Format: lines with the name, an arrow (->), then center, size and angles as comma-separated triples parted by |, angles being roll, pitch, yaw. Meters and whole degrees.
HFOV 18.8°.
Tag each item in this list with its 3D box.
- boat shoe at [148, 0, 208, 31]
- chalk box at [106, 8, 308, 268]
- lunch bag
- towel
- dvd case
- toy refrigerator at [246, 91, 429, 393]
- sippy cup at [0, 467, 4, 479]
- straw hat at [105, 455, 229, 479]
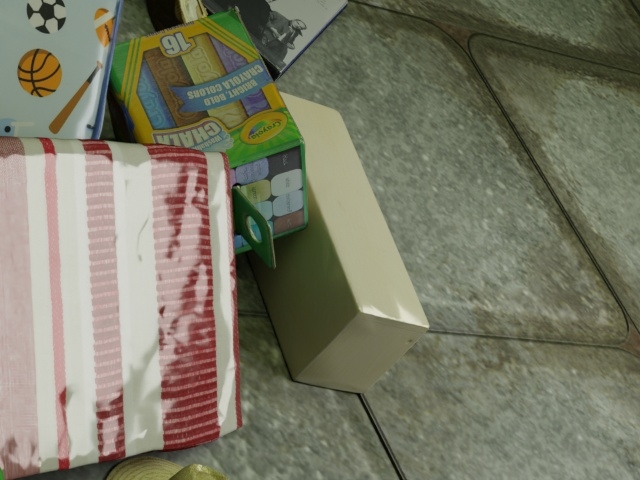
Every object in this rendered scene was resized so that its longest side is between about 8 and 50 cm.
boat shoe -> -0.136, -0.221, 1.938 | 0.045, 0.050, 0.135 | 16, 49, -42
chalk box -> -0.092, -0.068, 1.667 | 0.132, 0.132, 0.213 | -18, 56, -12
lunch bag -> -0.311, -0.175, 1.546 | 0.303, 0.115, 0.243 | 18, 76, -33
towel -> -0.161, 0.044, 1.425 | 0.329, 0.037, 0.237 | -1, 89, -60
dvd case -> -0.076, -0.271, 2.083 | 0.179, 0.029, 0.239 | 41, 30, -2
toy refrigerator -> 0.000, 0.000, 1.760 | 0.094, 0.102, 0.269 | 14, 40, -39
sippy cup -> -0.302, 0.078, 1.153 | 0.240, 0.305, 0.224 | 12, 51, -23
straw hat -> -0.094, 0.202, 1.440 | 0.144, 0.061, 0.144 | 30, 32, -21
